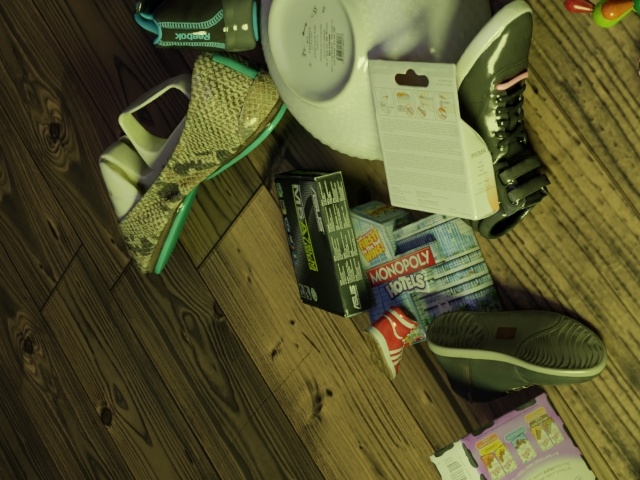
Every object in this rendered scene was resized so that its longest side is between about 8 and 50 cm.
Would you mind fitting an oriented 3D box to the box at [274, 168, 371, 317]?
[{"bbox_3d":[0.000,0.000,1.747,0.184,0.045,0.190,-163,60,-72],"label":"box"}]

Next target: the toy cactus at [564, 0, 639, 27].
[{"bbox_3d":[0.348,-0.276,1.273,0.180,0.112,0.219,36,129,9],"label":"toy cactus"}]

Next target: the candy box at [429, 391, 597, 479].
[{"bbox_3d":[0.248,0.303,1.543,0.070,0.165,0.196,-42,72,48],"label":"candy box"}]

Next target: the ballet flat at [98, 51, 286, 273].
[{"bbox_3d":[-0.215,-0.124,1.866,0.182,0.164,0.483,30,141,-11],"label":"ballet flat"}]

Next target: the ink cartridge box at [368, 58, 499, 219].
[{"bbox_3d":[0.126,-0.119,1.461,0.145,0.045,0.179,12,117,50],"label":"ink cartridge box"}]

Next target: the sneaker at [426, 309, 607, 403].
[{"bbox_3d":[0.246,0.148,1.568,0.222,0.083,0.118,8,143,30],"label":"sneaker"}]

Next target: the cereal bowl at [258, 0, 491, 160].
[{"bbox_3d":[0.038,-0.256,1.577,0.339,0.141,0.339,21,119,43],"label":"cereal bowl"}]

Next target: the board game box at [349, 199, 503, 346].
[{"bbox_3d":[0.117,0.030,1.663,0.194,0.060,0.194,-25,87,50],"label":"board game box"}]

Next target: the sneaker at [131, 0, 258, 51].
[{"bbox_3d":[-0.193,-0.349,1.740,0.341,0.140,0.125,-126,30,-56],"label":"sneaker"}]

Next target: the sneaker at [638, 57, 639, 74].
[{"bbox_3d":[0.349,-0.169,1.346,0.057,0.047,0.119,-132,41,-56],"label":"sneaker"}]

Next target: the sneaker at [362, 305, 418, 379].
[{"bbox_3d":[0.094,0.129,1.657,0.042,0.067,0.118,36,160,30],"label":"sneaker"}]

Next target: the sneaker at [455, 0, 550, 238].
[{"bbox_3d":[0.214,-0.124,1.467,0.147,0.105,0.295,44,139,25],"label":"sneaker"}]
